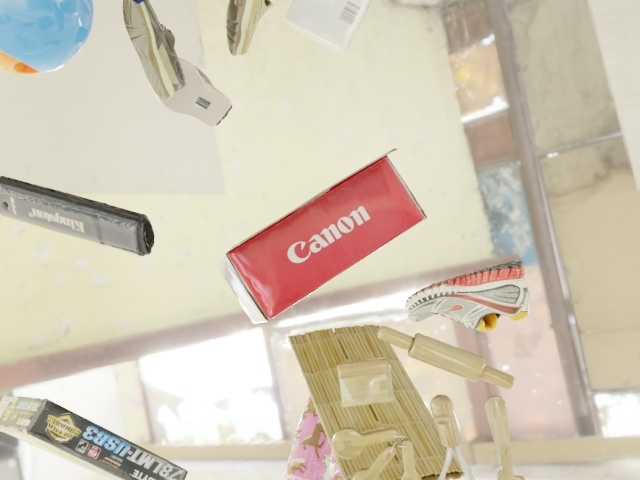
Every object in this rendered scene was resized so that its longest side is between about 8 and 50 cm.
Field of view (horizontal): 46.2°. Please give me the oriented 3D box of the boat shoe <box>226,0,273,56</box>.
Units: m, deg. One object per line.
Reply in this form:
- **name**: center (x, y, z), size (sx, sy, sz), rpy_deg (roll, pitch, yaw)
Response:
- **boat shoe**: center (-0.115, -0.402, 1.289), size (0.072, 0.068, 0.190), rpy_deg (-10, 141, -26)

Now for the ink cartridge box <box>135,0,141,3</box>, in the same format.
- **ink cartridge box**: center (-0.383, -0.489, 1.274), size (0.333, 0.065, 0.165), rpy_deg (28, -177, -16)

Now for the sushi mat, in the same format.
- **sushi mat**: center (0.063, 0.215, 1.019), size (0.151, 0.019, 0.316), rpy_deg (-5, -150, -15)

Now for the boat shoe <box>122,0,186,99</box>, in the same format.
- **boat shoe**: center (-0.330, -0.398, 1.516), size (0.080, 0.223, 0.073), rpy_deg (19, -134, 41)

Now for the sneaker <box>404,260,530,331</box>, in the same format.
- **sneaker**: center (0.216, 0.100, 1.137), size (0.088, 0.092, 0.225), rpy_deg (-13, 175, -40)

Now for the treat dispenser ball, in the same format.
- **treat dispenser ball**: center (-0.639, -0.503, 1.624), size (0.288, 0.288, 0.288), rpy_deg (-11, 177, -1)

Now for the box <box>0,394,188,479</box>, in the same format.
- **box**: center (-0.430, 0.376, 1.374), size (0.295, 0.073, 0.293), rpy_deg (36, 155, -26)

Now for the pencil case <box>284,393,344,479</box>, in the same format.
- **pencil case**: center (0.045, 0.401, 1.731), size (0.160, 0.386, 0.167), rpy_deg (11, 151, 14)

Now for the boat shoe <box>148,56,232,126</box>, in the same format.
- **boat shoe**: center (-0.364, -0.399, 1.894), size (0.127, 0.158, 0.340), rpy_deg (-51, 159, 2)

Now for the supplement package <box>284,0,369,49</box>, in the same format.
- **supplement package**: center (0.022, -0.478, 1.553), size (0.134, 0.139, 0.244), rpy_deg (27, -169, -4)

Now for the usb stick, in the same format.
- **usb stick**: center (-0.380, -0.038, 1.146), size (0.278, 0.077, 0.045), rpy_deg (15, -132, 15)

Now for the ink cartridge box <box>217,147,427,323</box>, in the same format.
- **ink cartridge box**: center (0.000, 0.000, 1.221), size (0.309, 0.130, 0.272), rpy_deg (-33, 180, -12)

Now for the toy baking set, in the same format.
- **toy baking set**: center (0.131, 0.212, 0.856), size (0.256, 0.196, 0.030), rpy_deg (17, -174, -1)
